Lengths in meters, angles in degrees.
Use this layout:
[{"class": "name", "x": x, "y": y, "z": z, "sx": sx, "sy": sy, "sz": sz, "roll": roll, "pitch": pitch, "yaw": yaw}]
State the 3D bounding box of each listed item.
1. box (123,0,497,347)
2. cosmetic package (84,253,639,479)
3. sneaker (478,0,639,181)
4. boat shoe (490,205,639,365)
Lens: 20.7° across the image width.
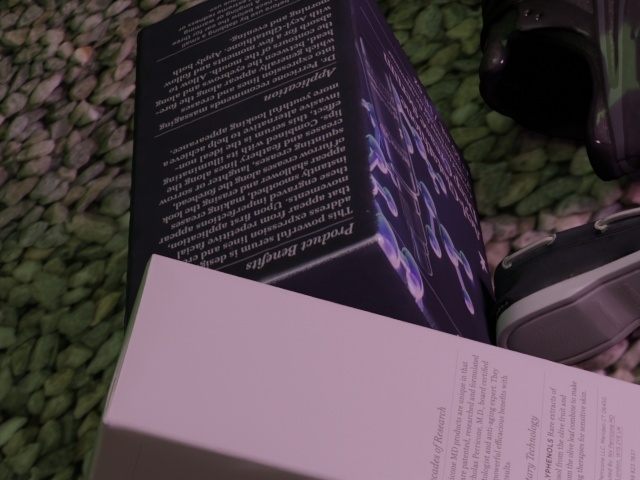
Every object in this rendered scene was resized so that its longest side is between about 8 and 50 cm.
[{"class": "box", "x": 0.000, "y": 0.000, "z": 1.462, "sx": 0.212, "sy": 0.293, "sz": 0.395, "roll": -21, "pitch": 40, "yaw": 15}, {"class": "cosmetic package", "x": 0.026, "y": 0.164, "z": 1.209, "sx": 0.366, "sy": 0.197, "sz": 0.155, "roll": 13, "pitch": 48, "yaw": -4}, {"class": "sneaker", "x": 0.214, "y": -0.221, "z": 1.639, "sx": 0.202, "sy": 0.185, "sz": 0.483, "roll": -30, "pitch": 37, "yaw": -3}, {"class": "boat shoe", "x": 0.275, "y": 0.008, "z": 1.410, "sx": 0.303, "sy": 0.114, "sz": 0.091, "roll": -18, "pitch": 46, "yaw": 16}]
